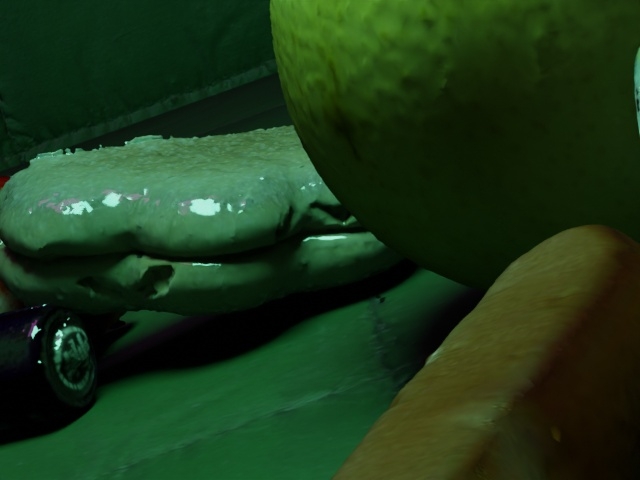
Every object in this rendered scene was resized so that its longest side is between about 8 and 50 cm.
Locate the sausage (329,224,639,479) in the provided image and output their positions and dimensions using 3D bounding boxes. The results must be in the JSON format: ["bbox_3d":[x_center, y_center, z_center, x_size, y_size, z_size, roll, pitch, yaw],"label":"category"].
[{"bbox_3d":[0.068,0.083,0.634,0.094,0.097,0.348,-25,7,27],"label":"sausage"}]

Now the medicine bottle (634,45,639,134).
[{"bbox_3d":[0.297,-0.047,0.695,0.322,0.151,0.151,-14,12,19],"label":"medicine bottle"}]

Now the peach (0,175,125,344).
[{"bbox_3d":[-0.293,0.046,1.316,0.267,0.154,0.159,-16,12,16],"label":"peach"}]

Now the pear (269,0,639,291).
[{"bbox_3d":[0.139,-0.133,0.944,0.348,0.348,0.348,-19,11,4],"label":"pear"}]

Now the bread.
[{"bbox_3d":[-0.045,-0.013,1.223,0.337,0.102,0.183,-11,18,-27],"label":"bread"}]

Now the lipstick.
[{"bbox_3d":[-0.285,0.104,1.204,0.299,0.081,0.081,-13,13,26],"label":"lipstick"}]
